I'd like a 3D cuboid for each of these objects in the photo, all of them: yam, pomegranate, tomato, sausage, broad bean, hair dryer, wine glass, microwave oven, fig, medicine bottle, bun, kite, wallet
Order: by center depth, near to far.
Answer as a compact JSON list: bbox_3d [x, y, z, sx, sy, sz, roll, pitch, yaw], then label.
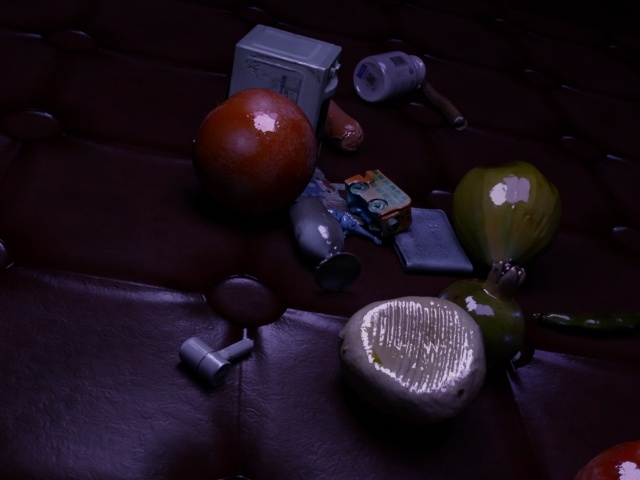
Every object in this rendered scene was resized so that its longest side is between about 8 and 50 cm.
[{"bbox_3d":[-0.163,0.188,1.497,0.082,0.047,0.137,34,31,27],"label":"hair dryer"},{"bbox_3d":[0.157,0.205,1.509,0.259,0.160,0.259,-2,46,3],"label":"bun"},{"bbox_3d":[0.302,0.142,1.629,0.179,0.210,0.179,14,55,-21],"label":"pomegranate"},{"bbox_3d":[0.000,0.000,1.799,0.103,0.103,0.222,0,36,-24],"label":"wine glass"},{"bbox_3d":[0.583,0.171,1.858,0.297,0.043,0.060,2,26,-20],"label":"broad bean"},{"bbox_3d":[-0.126,-0.180,1.860,0.265,0.265,0.265,12,33,-8],"label":"tomato"},{"bbox_3d":[0.397,-0.041,1.939,0.239,0.239,0.271,20,56,4],"label":"fig"},{"bbox_3d":[0.228,-0.002,1.965,0.167,0.036,0.222,5,35,-18],"label":"wallet"},{"bbox_3d":[-0.091,-0.314,2.040,0.237,0.295,0.181,17,33,7],"label":"microwave oven"},{"bbox_3d":[0.011,-0.129,2.081,0.314,0.011,0.335,-3,38,-28],"label":"kite"},{"bbox_3d":[-0.012,-0.363,2.348,0.094,0.094,0.419,-21,46,-14],"label":"sausage"},{"bbox_3d":[0.207,-0.477,2.580,0.135,0.135,0.215,37,37,28],"label":"medicine bottle"},{"bbox_3d":[0.345,-0.425,2.650,0.045,0.045,0.327,32,19,-38],"label":"yam"}]

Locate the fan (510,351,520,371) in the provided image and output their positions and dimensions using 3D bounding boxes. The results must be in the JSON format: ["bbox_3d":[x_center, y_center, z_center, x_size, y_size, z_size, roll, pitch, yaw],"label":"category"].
[{"bbox_3d":[0.355,0.219,1.718,0.060,0.003,0.080,22,33,10],"label":"fan"}]

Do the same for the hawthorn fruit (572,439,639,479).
[{"bbox_3d":[0.475,0.419,1.250,0.284,0.284,0.284,12,33,-8],"label":"hawthorn fruit"}]

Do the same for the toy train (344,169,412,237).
[{"bbox_3d":[0.130,-0.080,1.960,0.099,0.072,0.188,-22,41,-21],"label":"toy train"}]

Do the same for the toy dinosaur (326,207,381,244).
[{"bbox_3d":[0.044,-0.039,1.932,0.197,0.045,0.080,31,21,8],"label":"toy dinosaur"}]
